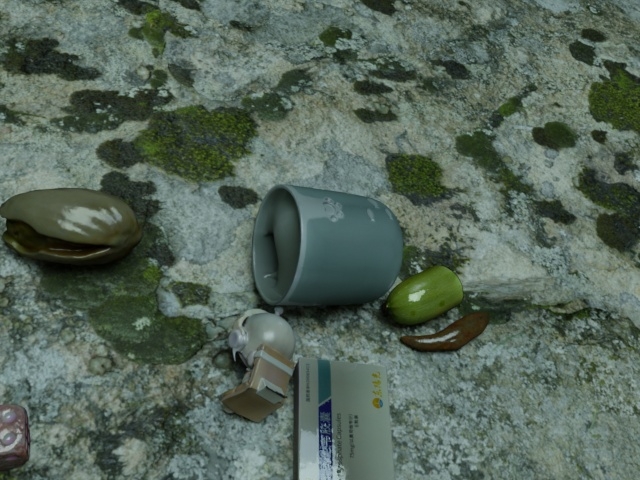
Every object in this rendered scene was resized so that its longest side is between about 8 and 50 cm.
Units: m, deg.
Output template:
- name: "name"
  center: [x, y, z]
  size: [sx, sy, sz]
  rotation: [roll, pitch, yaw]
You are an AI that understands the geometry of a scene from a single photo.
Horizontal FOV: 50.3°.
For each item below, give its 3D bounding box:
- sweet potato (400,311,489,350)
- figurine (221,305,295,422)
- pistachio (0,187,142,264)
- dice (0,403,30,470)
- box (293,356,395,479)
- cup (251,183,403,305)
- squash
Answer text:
- name: "sweet potato"
  center: [0.314, 0.219, 1.608]
  size: [0.256, 0.058, 0.078]
  rotation: [-15, 45, -24]
- name: "figurine"
  center: [-0.123, 0.242, 1.408]
  size: [0.163, 0.141, 0.236]
  rotation: [33, 43, -31]
- name: "pistachio"
  center: [-0.523, -0.038, 1.444]
  size: [0.288, 0.166, 0.197]
  rotation: [11, 29, -6]
- name: "dice"
  center: [-0.561, 0.347, 1.194]
  size: [0.091, 0.094, 0.093]
  rotation: [-5, 58, -18]
- name: "box"
  center: [0.045, 0.410, 1.371]
  size: [0.200, 0.065, 0.343]
  rotation: [9, 53, -14]
- name: "cup"
  center: [0.000, 0.000, 1.557]
  size: [0.275, 0.259, 0.357]
  rotation: [5, 19, -27]
- name: "squash"
  center: [0.232, 0.134, 1.601]
  size: [0.187, 0.123, 0.123]
  rotation: [-19, 64, -30]
